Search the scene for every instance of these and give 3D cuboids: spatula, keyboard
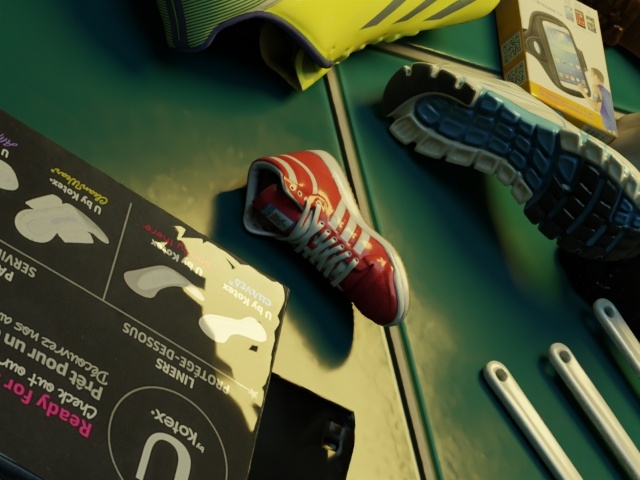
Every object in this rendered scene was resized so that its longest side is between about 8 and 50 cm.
[{"bbox_3d":[0.204,0.154,1.205,0.168,0.019,0.242,-26,78,-45],"label":"spatula"},{"bbox_3d":[-0.067,0.077,1.004,0.192,0.038,0.100,28,67,-26],"label":"keyboard"}]

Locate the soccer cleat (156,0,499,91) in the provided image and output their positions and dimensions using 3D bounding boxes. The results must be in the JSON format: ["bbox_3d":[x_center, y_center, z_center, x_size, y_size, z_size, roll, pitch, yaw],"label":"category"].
[{"bbox_3d":[0.005,-0.148,1.221,0.289,0.093,0.121,2,89,-48],"label":"soccer cleat"}]

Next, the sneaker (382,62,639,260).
[{"bbox_3d":[0.135,-0.060,1.247,0.190,0.071,0.083,35,25,8],"label":"sneaker"}]

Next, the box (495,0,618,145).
[{"bbox_3d":[0.162,-0.131,1.382,0.081,0.028,0.136,22,48,-30],"label":"box"}]

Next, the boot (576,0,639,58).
[{"bbox_3d":[0.257,-0.164,1.478,0.158,0.059,0.084,35,36,-16],"label":"boot"}]

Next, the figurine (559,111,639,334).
[{"bbox_3d":[0.276,-0.064,1.292,0.092,0.209,0.215,42,39,-10],"label":"figurine"}]

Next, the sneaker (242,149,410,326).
[{"bbox_3d":[0.000,0.000,1.110,0.067,0.042,0.118,-3,55,-49],"label":"sneaker"}]

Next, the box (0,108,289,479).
[{"bbox_3d":[-0.153,0.088,0.730,0.163,0.247,0.142,32,41,-21],"label":"box"}]
